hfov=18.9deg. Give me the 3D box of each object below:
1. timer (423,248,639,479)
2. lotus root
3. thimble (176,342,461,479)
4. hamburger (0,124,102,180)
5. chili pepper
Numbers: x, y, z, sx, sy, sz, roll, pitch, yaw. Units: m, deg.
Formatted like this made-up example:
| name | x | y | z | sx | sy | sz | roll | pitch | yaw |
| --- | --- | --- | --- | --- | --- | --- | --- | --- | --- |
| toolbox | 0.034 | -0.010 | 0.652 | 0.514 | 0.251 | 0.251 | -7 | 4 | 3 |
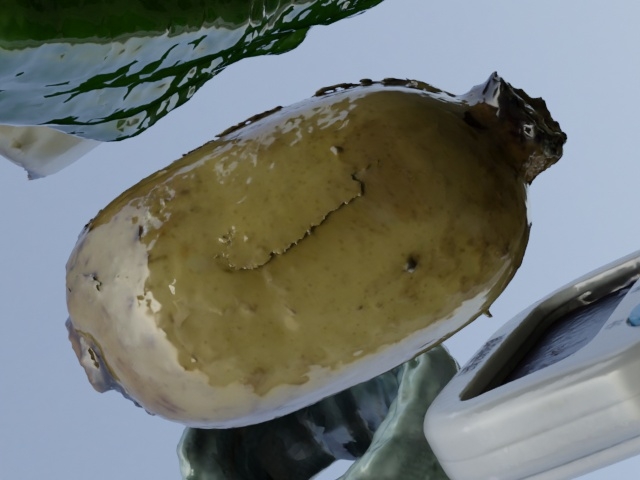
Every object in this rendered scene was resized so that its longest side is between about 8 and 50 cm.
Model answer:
| name | x | y | z | sx | sy | sz | roll | pitch | yaw |
| --- | --- | --- | --- | --- | --- | --- | --- | --- | --- |
| timer | 0.201 | 0.077 | 1.281 | 0.087 | 0.237 | 0.262 | 59 | -148 | -5 |
| lotus root | 0.000 | 0.000 | 1.030 | 0.160 | 0.284 | 0.146 | 61 | -178 | 26 |
| thimble | 0.011 | 0.175 | 1.494 | 0.205 | 0.250 | 0.172 | 53 | 176 | 47 |
| hamburger | -0.220 | -0.183 | 1.290 | 0.294 | 0.179 | 0.276 | 43 | -176 | 15 |
| chili pepper | -0.086 | -0.128 | 0.736 | 0.385 | 0.213 | 0.167 | -21 | -52 | -58 |
